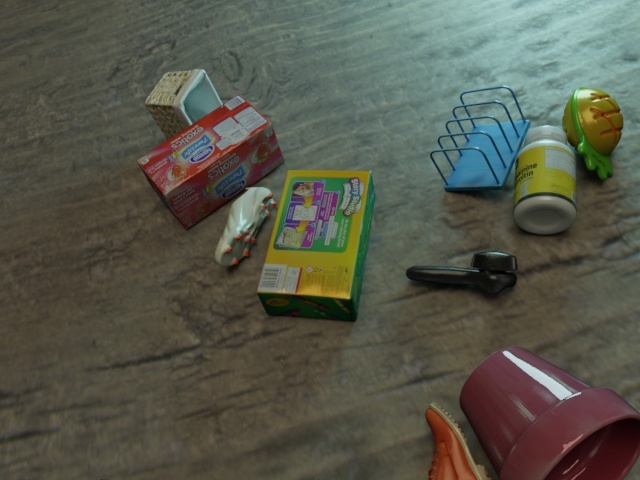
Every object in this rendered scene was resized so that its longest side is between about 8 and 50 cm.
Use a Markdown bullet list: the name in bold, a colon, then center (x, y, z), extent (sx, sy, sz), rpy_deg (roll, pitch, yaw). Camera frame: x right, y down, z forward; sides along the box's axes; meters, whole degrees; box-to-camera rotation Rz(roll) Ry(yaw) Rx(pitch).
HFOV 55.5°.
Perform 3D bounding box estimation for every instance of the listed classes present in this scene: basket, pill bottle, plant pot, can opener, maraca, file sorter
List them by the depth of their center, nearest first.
- **plant pot**: center (0.292, 0.246, 0.814), extent (0.201, 0.201, 0.180), rpy_deg (-31, 40, -9)
- **can opener**: center (0.238, 0.057, 1.030), extent (0.186, 0.059, 0.073), rpy_deg (-1, 82, 23)
- **pill bottle**: center (0.397, -0.110, 1.076), extent (0.103, 0.103, 0.184), rpy_deg (4, 57, 15)
- **maraca**: center (0.500, -0.199, 1.113), extent (0.099, 0.127, 0.186), rpy_deg (-27, 48, 50)
- **file sorter**: center (0.294, -0.189, 1.132), extent (0.118, 0.104, 0.170), rpy_deg (2, 53, 44)
- **basket**: center (-0.281, -0.271, 1.303), extent (0.103, 0.167, 0.113), rpy_deg (11, 59, 25)

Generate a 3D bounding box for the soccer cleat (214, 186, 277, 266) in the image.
- **soccer cleat**: center (-0.156, -0.027, 1.171), extent (0.076, 0.068, 0.196), rpy_deg (12, 52, 26)

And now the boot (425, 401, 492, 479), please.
- **boot**: center (0.177, 0.311, 0.867), extent (0.084, 0.059, 0.158), rpy_deg (-27, 56, -1)

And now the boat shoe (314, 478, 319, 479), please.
- **boat shoe**: center (0.005, 0.418, 0.825), extent (0.060, 0.064, 0.178), rpy_deg (-18, 57, -2)

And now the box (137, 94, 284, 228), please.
- **box**: center (-0.218, -0.160, 1.236), extent (0.256, 0.123, 0.128), rpy_deg (-37, 56, -13)

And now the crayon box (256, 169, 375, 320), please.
- **crayon box**: center (0.000, 0.000, 1.103), extent (0.165, 0.081, 0.279), rpy_deg (3, 57, 14)
